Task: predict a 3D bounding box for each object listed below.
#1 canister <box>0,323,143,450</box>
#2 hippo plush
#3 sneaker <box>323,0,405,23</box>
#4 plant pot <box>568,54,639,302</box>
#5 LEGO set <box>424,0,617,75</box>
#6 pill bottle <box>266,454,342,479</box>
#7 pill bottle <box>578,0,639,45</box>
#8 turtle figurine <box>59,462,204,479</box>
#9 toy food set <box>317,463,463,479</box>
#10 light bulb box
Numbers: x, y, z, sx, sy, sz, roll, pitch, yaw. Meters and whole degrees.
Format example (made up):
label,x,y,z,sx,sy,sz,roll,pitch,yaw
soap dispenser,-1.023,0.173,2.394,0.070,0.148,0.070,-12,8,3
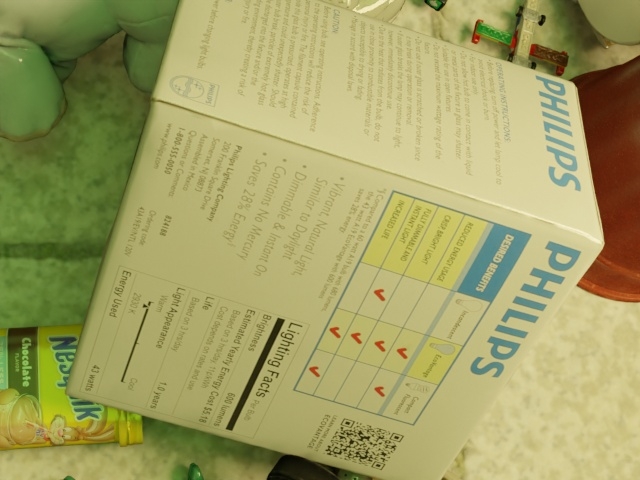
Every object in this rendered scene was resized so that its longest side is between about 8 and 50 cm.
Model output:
label,x,y,z,sx,sy,sz,roll,pitch,yaw
canister,-0.261,0.142,1.180,0.170,0.073,0.126,-3,80,-9
hippo plush,-0.211,-0.249,1.159,0.236,0.294,0.234,-7,46,-5
sneaker,-0.028,-0.259,1.273,0.262,0.121,0.099,-8,80,-13
plant pot,0.369,-0.089,1.239,0.272,0.265,0.272,2,79,-10
LEGO set,0.237,-0.269,1.372,0.244,0.060,0.182,-24,81,-23
pill bottle,-0.056,0.302,1.059,0.123,0.123,0.219,38,63,-2
pill bottle,0.467,-0.328,1.310,0.363,0.210,0.210,-16,83,-21
turtle figurine,-0.205,0.300,1.142,0.234,0.118,0.175,-22,43,-15
toy food set,0.027,0.338,1.152,0.220,0.092,0.306,34,75,17
light bulb box,0.000,0.000,1.075,0.361,0.358,0.225,17,41,-10
